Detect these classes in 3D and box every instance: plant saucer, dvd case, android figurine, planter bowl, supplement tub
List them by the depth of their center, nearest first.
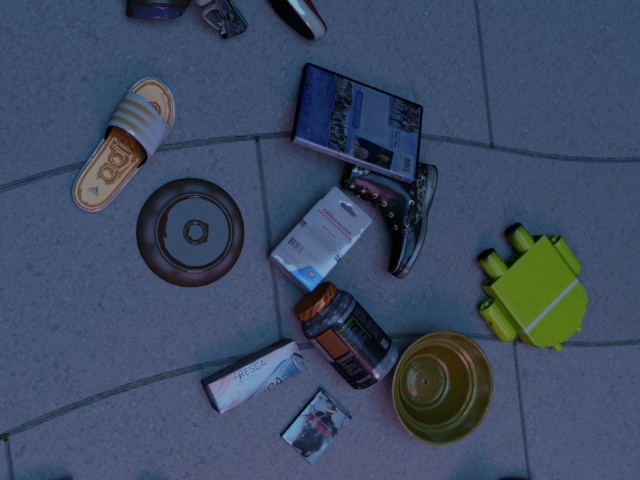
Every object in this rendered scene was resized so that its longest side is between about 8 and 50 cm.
[{"bbox_3d":[-0.228,-0.014,1.569,0.198,0.036,0.199,0,90,-20],"label":"plant saucer"},{"bbox_3d":[0.046,0.173,1.623,0.117,0.117,0.190,-44,103,-15],"label":"supplement tub"},{"bbox_3d":[0.074,-0.220,1.647,0.252,0.022,0.181,18,59,-16],"label":"dvd case"},{"bbox_3d":[-0.007,0.351,1.656,0.087,0.013,0.119,46,74,-14],"label":"dvd case"},{"bbox_3d":[0.218,0.279,1.699,0.217,0.090,0.217,0,90,-21],"label":"planter bowl"},{"bbox_3d":[0.442,0.105,1.801,0.248,0.056,0.273,-43,103,-16],"label":"android figurine"}]

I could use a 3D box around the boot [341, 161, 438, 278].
[{"bbox_3d":[0.116,-0.061,1.671,0.178,0.085,0.237,20,76,-17],"label":"boot"}]

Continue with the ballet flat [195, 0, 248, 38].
[{"bbox_3d":[-0.185,-0.418,1.531,0.070,0.070,0.188,-53,147,-13],"label":"ballet flat"}]

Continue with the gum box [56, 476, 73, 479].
[{"bbox_3d":[-0.478,0.507,1.467,0.156,0.041,0.185,-11,92,-20],"label":"gum box"}]

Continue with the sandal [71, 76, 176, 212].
[{"bbox_3d":[-0.331,-0.163,1.511,0.102,0.076,0.265,33,79,-17],"label":"sandal"}]

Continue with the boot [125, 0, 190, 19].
[{"bbox_3d":[-0.249,-0.445,1.562,0.219,0.082,0.106,-3,117,-30],"label":"boot"}]

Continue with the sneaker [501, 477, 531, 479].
[{"bbox_3d":[0.356,0.532,1.727,0.227,0.130,0.087,-3,92,-22],"label":"sneaker"}]

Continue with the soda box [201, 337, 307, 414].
[{"bbox_3d":[-0.121,0.244,1.593,0.183,0.058,0.063,-26,98,-18],"label":"soda box"}]

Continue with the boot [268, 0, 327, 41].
[{"bbox_3d":[-0.031,-0.505,1.623,0.176,0.088,0.244,-41,99,-17],"label":"boot"}]

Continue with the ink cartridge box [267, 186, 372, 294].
[{"bbox_3d":[0.000,0.000,1.627,0.104,0.060,0.180,43,76,1],"label":"ink cartridge box"}]
